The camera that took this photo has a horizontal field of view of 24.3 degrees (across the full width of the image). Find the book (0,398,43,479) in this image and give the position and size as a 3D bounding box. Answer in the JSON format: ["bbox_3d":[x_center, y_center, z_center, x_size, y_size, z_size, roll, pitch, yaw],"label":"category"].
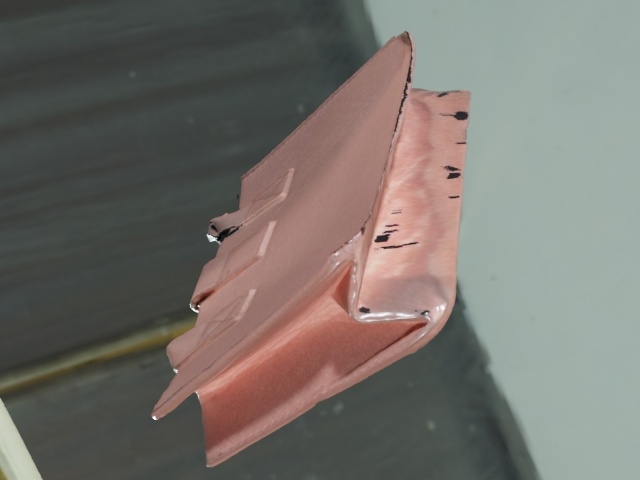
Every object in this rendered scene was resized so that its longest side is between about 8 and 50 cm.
[{"bbox_3d":[-0.203,0.232,0.756,0.262,0.028,0.374,-57,45,17],"label":"book"}]

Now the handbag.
[{"bbox_3d":[0.000,0.000,0.728,0.059,0.212,0.157,41,121,-17],"label":"handbag"}]
